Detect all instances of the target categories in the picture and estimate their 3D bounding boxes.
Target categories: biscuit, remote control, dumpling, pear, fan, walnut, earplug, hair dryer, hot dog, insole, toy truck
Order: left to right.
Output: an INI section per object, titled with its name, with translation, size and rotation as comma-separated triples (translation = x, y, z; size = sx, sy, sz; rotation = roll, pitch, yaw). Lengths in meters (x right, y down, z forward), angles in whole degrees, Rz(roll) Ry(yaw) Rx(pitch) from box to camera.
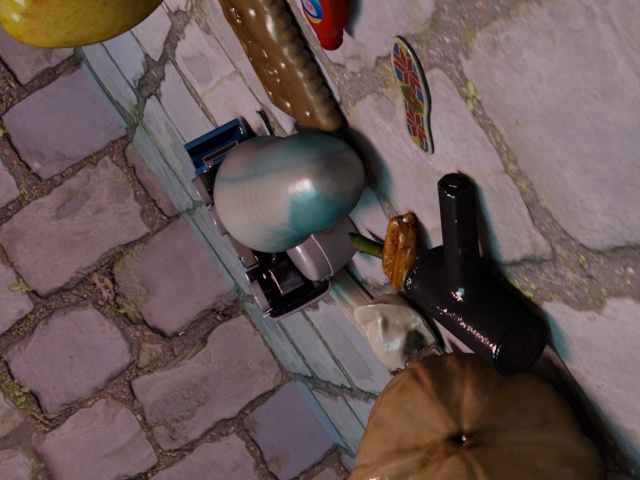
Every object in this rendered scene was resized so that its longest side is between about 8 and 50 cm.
[pear]
translation = -0.358, -0.428, 1.882
size = 0.304, 0.304, 0.304
rotation = 52, 168, 16
[biscuit]
translation = -0.086, -0.298, 1.741
size = 0.325, 0.044, 0.217
rotation = 62, 168, -29
[toy truck]
translation = -0.111, -0.035, 2.254
size = 0.367, 0.146, 0.175
rotation = 63, 179, 10
[fan]
translation = -0.066, -0.138, 2.179
size = 0.152, 0.008, 0.227
rotation = 43, 164, 50
[earplug]
translation = -0.023, -0.085, 1.828
size = 0.185, 0.185, 0.324
rotation = 57, 160, -8
[remote control]
translation = 0.070, 0.126, 2.264
size = 0.230, 0.049, 0.090
rotation = 48, 164, 39
[dumpling]
translation = 0.130, 0.153, 2.023
size = 0.150, 0.092, 0.176
rotation = 16, 136, 51
[hot dog]
translation = 0.114, 0.013, 1.760
size = 0.144, 0.038, 0.062
rotation = 94, 153, -53
[insole]
translation = 0.105, -0.161, 1.438
size = 0.065, 0.006, 0.193
rotation = 49, 166, 31
[hair dryer]
translation = 0.173, 0.026, 1.518
size = 0.197, 0.089, 0.251
rotation = 44, 157, 45
[walnut]
translation = 0.198, 0.328, 1.654
size = 0.381, 0.381, 0.381
rotation = 52, 168, 16

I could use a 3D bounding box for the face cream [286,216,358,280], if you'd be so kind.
[face cream]
translation = 0.000, 0.000, 2.062
size = 0.117, 0.104, 0.117
rotation = 52, 169, 15

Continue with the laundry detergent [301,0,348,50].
[laundry detergent]
translation = -0.002, -0.279, 1.440
size = 0.097, 0.049, 0.165
rotation = 57, 172, 27

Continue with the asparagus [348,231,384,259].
[asparagus]
translation = 0.105, 0.027, 1.887
size = 0.236, 0.034, 0.027
rotation = 31, 135, 59

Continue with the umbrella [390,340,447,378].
[umbrella]
translation = 0.220, 0.297, 2.023
size = 0.106, 0.113, 0.358
rotation = 40, 168, 42
